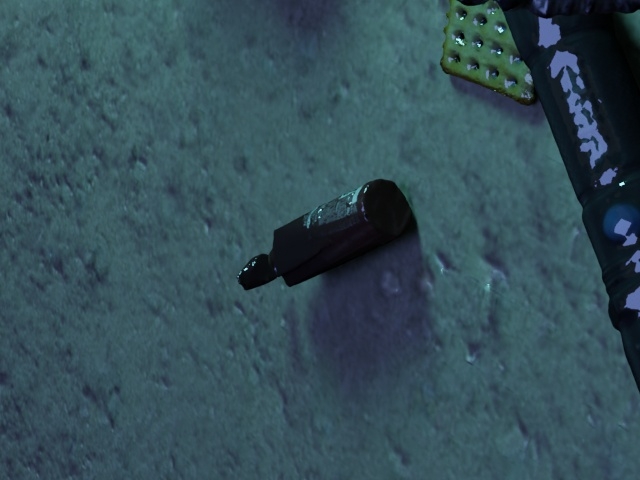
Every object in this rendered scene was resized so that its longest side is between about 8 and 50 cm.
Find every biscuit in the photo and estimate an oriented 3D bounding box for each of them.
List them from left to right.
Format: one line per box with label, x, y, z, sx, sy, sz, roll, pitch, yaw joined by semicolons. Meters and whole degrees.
biscuit;0.166;-0.233;1.568;0.144;0.016;0.203;32;120;48

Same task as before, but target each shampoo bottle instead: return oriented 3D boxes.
shampoo bottle;-0.001;0.002;1.776;0.236;0.068;0.067;-27;75;52

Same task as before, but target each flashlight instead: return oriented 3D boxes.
flashlight;0.249;-0.049;1.414;0.103;0.103;0.424;-38;64;48

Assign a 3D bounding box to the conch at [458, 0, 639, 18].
conch;0.208;-0.251;1.289;0.186;0.313;0.240;56;146;3
